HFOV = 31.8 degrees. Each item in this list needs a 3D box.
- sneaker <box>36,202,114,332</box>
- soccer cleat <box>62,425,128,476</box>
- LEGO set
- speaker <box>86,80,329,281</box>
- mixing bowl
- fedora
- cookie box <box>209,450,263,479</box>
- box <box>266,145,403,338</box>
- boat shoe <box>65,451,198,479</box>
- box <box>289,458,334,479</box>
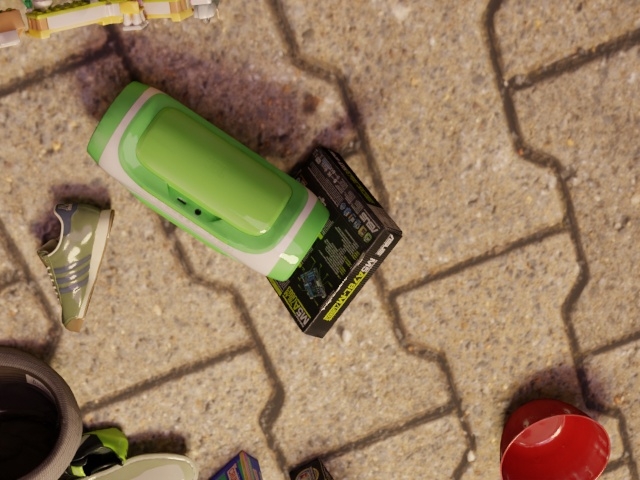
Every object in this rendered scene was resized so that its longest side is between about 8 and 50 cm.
[{"bbox_3d":[-0.342,0.031,1.520,0.086,0.064,0.192,16,115,-11],"label":"sneaker"},{"bbox_3d":[-0.375,0.323,1.670,0.179,0.072,0.060,-12,121,-4],"label":"soccer cleat"},{"bbox_3d":[-0.260,-0.301,1.311,0.287,0.132,0.107,-6,112,0],"label":"LEGO set"},{"bbox_3d":[-0.139,-0.073,1.411,0.296,0.131,0.131,34,110,-4],"label":"speaker"},{"bbox_3d":[0.361,0.320,1.800,0.181,0.098,0.181,-5,121,-8],"label":"mixing bowl"},{"bbox_3d":[-0.470,0.277,1.570,0.275,0.244,0.124,-7,150,-10],"label":"fedora"},{"bbox_3d":[-0.139,0.398,1.750,0.107,0.092,0.040,-42,122,13],"label":"cookie box"},{"bbox_3d":[0.000,0.000,1.491,0.045,0.191,0.184,16,117,-42],"label":"box"},{"bbox_3d":[-0.299,0.367,1.716,0.227,0.068,0.081,-14,96,-4],"label":"boat shoe"},{"bbox_3d":[0.053,0.510,1.780,0.060,0.216,0.270,-29,122,4],"label":"box"}]
